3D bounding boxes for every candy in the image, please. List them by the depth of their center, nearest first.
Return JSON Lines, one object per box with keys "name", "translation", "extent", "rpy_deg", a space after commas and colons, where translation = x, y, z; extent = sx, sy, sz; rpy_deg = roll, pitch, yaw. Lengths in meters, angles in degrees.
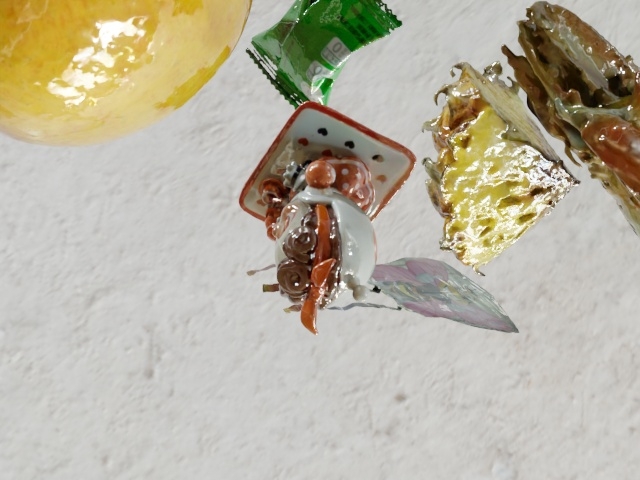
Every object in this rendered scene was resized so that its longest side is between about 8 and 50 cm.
{"name": "candy", "translation": [-0.009, -0.252, 1.387], "extent": [0.203, 0.078, 0.141], "rpy_deg": [-48, 64, 41]}

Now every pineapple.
{"name": "pineapple", "translation": [0.091, -0.054, 0.578], "extent": [0.077, 0.114, 0.114], "rpy_deg": [-8, 135, 10]}

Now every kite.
{"name": "kite", "translation": [0.089, 0.067, 1.470], "extent": [0.204, 0.360, 0.022], "rpy_deg": [44, 125, 49]}

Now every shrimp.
{"name": "shrimp", "translation": [0.179, -0.004, 0.486], "extent": [0.061, 0.145, 0.267], "rpy_deg": [-42, 99, 4]}

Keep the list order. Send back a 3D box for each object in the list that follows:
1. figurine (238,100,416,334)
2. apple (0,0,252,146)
{"name": "figurine", "translation": [0.000, 0.000, 1.233], "extent": [0.160, 0.226, 0.183], "rpy_deg": [25, 127, -16]}
{"name": "apple", "translation": [-0.201, -0.223, 0.875], "extent": [0.299, 0.275, 0.299], "rpy_deg": [-1, 83, 6]}
